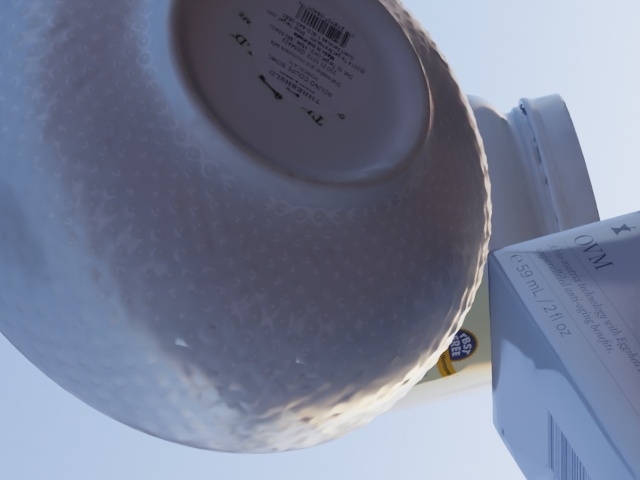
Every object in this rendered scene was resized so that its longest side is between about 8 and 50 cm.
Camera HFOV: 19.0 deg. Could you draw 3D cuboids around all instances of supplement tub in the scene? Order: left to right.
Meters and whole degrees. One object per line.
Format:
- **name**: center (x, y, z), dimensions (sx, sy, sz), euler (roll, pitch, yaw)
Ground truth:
- **supplement tub**: center (0.053, 0.017, 1.508), dimensions (0.235, 0.325, 0.235), euler (-14, -90, -87)

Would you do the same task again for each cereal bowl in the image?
- **cereal bowl**: center (-0.043, -0.061, 1.066), dimensions (0.339, 0.141, 0.339), euler (15, -126, -22)

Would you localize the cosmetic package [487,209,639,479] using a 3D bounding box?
- **cosmetic package**: center (0.233, 0.089, 1.018), dimensions (0.224, 0.224, 0.138), euler (-119, 19, -50)
